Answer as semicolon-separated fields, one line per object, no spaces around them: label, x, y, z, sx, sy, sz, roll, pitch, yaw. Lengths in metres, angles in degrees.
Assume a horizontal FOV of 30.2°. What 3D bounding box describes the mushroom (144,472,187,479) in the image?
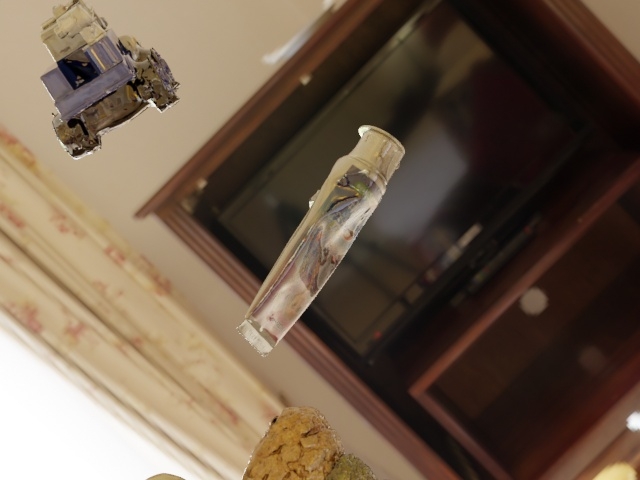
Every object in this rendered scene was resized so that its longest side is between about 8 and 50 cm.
mushroom;-0.201;0.376;1.546;0.112;0.148;0.148;-17;23;38

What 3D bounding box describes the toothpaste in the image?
toothpaste;0.000;0.000;1.260;0.266;0.061;0.096;-57;-27;-13

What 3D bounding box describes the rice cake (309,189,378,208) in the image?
rice cake;0.027;-0.051;1.503;0.033;0.033;0.207;-30;9;-16

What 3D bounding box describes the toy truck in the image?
toy truck;-0.288;-0.218;1.504;0.161;0.177;0.213;-31;18;2

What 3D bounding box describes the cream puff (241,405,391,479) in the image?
cream puff;0.004;0.321;1.525;0.183;0.169;0.183;-49;-30;-41
